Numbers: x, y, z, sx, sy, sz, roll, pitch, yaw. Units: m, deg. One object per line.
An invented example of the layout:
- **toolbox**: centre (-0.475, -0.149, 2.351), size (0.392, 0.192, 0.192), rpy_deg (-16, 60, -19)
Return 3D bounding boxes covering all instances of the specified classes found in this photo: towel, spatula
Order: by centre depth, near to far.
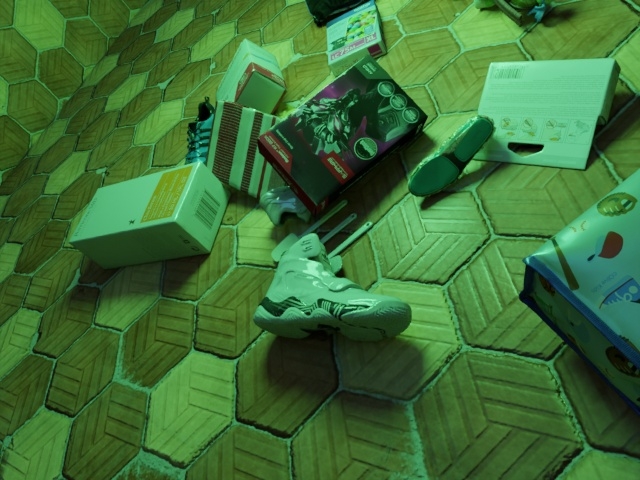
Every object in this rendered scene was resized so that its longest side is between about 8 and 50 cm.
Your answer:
- **spatula**: centre (0.000, 0.000, 1.314), size (0.242, 0.019, 0.168), rpy_deg (-40, 42, -1)
- **towel**: centre (-0.199, -0.253, 1.516), size (0.329, 0.037, 0.237), rpy_deg (25, 110, 32)

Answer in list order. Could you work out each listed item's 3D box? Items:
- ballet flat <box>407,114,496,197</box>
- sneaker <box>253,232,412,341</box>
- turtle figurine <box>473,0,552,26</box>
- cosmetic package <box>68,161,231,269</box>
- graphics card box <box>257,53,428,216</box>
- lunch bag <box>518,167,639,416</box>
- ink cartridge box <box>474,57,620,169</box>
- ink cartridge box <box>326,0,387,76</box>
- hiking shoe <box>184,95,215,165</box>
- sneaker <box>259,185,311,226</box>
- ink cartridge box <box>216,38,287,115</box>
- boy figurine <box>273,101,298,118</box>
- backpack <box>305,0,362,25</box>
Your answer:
- **ballet flat**: centre (0.301, -0.189, 1.221), size (0.241, 0.091, 0.077), rpy_deg (-41, 3, 14)
- **sneaker**: centre (0.027, 0.093, 1.125), size (0.366, 0.137, 0.210), rpy_deg (-7, 58, 35)
- **turtle figurine**: centre (0.527, -0.721, 1.423), size (0.198, 0.274, 0.266), rpy_deg (-21, 28, -32)
- **cosmetic package**: centre (-0.520, -0.068, 1.621), size (0.453, 0.161, 0.230), rpy_deg (-9, 51, 29)
- **graphics card box**: centre (0.055, -0.266, 1.334), size (0.371, 0.094, 0.233), rpy_deg (-38, 80, -10)
- **lunch bag**: centre (0.532, 0.090, 0.732), size (0.328, 0.239, 0.385), rpy_deg (-38, 59, 1)
- **ink cartridge box**: centre (0.486, -0.278, 1.184), size (0.275, 0.060, 0.238), rpy_deg (15, 90, 41)
- **ink cartridge box**: centre (0.113, -0.690, 1.774), size (0.186, 0.065, 0.311), rpy_deg (-19, 45, 20)
- **hiking shoe**: centre (-0.413, -0.331, 1.784), size (0.113, 0.132, 0.304), rpy_deg (-7, 52, 30)
- **sneaker**: centre (-0.036, -0.105, 1.391), size (0.232, 0.090, 0.115), rpy_deg (-27, 68, 4)
- **ink cartridge box**: centre (-0.229, -0.478, 1.703), size (0.226, 0.131, 0.306), rpy_deg (-53, 29, 26)
- **boy figurine**: centre (-0.087, -0.324, 1.586), size (0.177, 0.092, 0.285), rpy_deg (-37, 42, 4)
- **backpack**: centre (0.068, -0.947, 1.892), size (0.263, 0.276, 0.213), rpy_deg (4, 45, 33)
